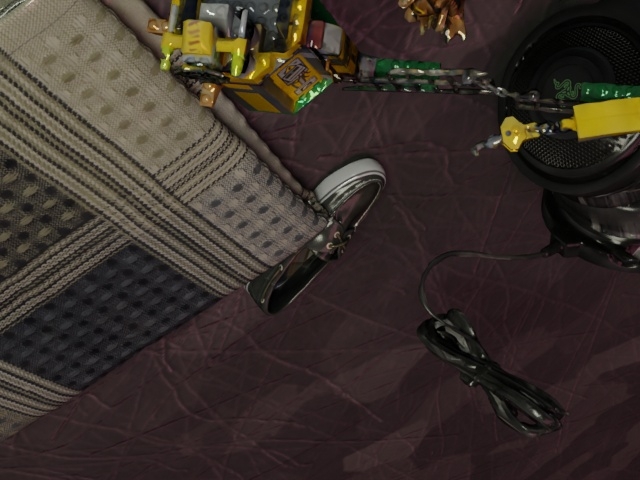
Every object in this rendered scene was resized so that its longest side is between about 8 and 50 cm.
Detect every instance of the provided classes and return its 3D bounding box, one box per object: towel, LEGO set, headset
[{"bbox_3d":[-0.186,-0.003,0.654,0.312,0.056,0.324,-33,147,9],"label":"towel"},{"bbox_3d":[0.070,-0.156,0.389,0.192,0.331,0.254,24,82,-74],"label":"LEGO set"},{"bbox_3d":[0.231,-0.046,0.779,0.394,0.185,0.243,-44,144,-1],"label":"headset"}]

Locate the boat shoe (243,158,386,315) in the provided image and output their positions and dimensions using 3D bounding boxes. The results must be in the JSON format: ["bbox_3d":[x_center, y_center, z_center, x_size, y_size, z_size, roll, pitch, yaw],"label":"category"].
[{"bbox_3d":[0.000,0.000,0.790,0.142,0.040,0.049,-45,143,19],"label":"boat shoe"}]
